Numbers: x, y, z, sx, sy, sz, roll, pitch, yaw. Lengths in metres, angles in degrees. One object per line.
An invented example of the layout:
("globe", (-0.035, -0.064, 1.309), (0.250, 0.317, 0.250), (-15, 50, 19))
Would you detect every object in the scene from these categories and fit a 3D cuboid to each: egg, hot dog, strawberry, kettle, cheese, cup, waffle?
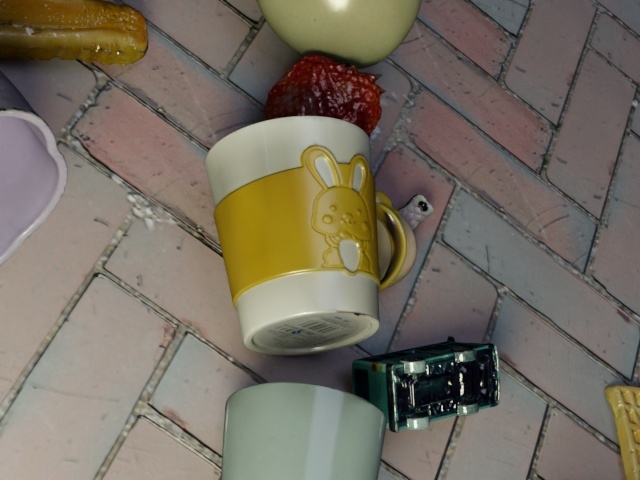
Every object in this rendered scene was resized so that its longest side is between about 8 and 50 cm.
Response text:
("egg", (0.019, -0.344, 1.516), (0.219, 0.219, 0.269), (-15, 88, -40))
("hot dog", (-0.320, -0.235, 1.318), (0.289, 0.068, 0.083), (1, 84, -39))
("strawberry", (0.000, -0.153, 1.448), (0.131, 0.131, 0.148), (47, 42, 0))
("kettle", (-0.013, 0.287, 1.164), (0.210, 0.159, 0.243), (40, 47, -47))
("cheese", (0.079, -0.011, 1.462), (0.092, 0.047, 0.171), (37, 48, -13))
("cup", (0.000, 0.000, 1.315), (0.241, 0.185, 0.226), (8, 63, -33))
("waffle", (0.414, 0.256, 1.540), (0.097, 0.023, 0.153), (14, 54, -26))

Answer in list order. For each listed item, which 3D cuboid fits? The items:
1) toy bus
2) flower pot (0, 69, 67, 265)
("toy bus", (0.118, 0.158, 1.350), (0.160, 0.091, 0.079), (-7, 96, -37))
("flower pot", (-0.390, -0.103, 1.071), (0.265, 0.265, 0.243), (-15, 61, -40))
